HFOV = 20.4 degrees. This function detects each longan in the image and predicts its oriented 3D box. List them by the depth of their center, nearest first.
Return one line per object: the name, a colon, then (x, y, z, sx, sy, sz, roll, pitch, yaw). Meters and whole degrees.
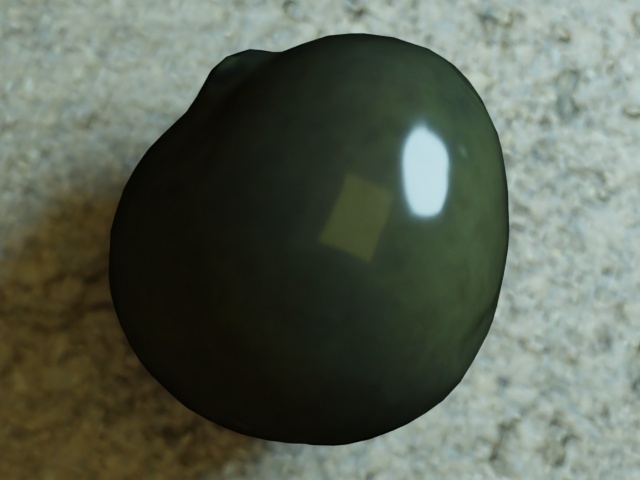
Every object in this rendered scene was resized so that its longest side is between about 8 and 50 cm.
longan: (0.000, 0.000, 0.779, 0.189, 0.189, 0.189, 3, 79, -15)
